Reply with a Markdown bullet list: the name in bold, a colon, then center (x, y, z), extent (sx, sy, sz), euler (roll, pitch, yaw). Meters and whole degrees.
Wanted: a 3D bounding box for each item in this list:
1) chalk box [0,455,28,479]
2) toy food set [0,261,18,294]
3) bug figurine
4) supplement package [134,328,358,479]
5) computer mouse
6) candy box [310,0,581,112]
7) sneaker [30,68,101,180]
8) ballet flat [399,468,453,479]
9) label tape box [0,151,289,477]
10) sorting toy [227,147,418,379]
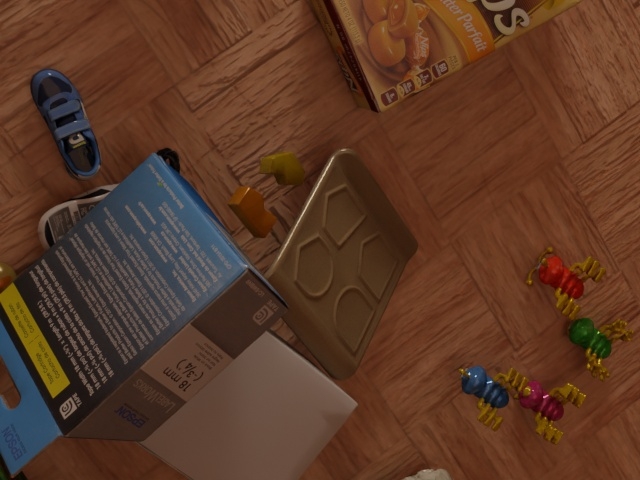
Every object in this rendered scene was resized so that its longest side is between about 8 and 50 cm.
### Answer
- **chalk box**: center (-0.431, 0.330, 1.391), extent (0.179, 0.180, 0.289), euler (-30, 112, -11)
- **toy food set**: center (-0.429, 0.063, 1.405), extent (0.132, 0.038, 0.192), euler (-32, 111, -10)
- **bug figurine**: center (0.320, 0.159, 1.681), extent (0.216, 0.072, 0.279), euler (41, 82, -29)
- **supplement package**: center (-0.127, 0.191, 1.487), extent (0.262, 0.145, 0.204), euler (40, 87, -24)
- **computer mouse**: center (-0.256, -0.039, 1.444), extent (0.193, 0.042, 0.106), euler (-19, 113, -21)
- **candy box**: center (0.158, -0.317, 1.501), extent (0.316, 0.087, 0.183), euler (-30, 111, -11)
- **sneaker**: center (-0.296, -0.136, 1.395), extent (0.053, 0.059, 0.144), euler (-27, 109, -10)
- **ballet flat**: center (0.016, 0.453, 1.615), extent (0.147, 0.147, 0.409), euler (40, 87, -23)
- **label tape box**: center (-0.236, 0.095, 1.342), extent (0.333, 0.240, 0.106), euler (-42, 139, 1)
- **sorting toy**: center (0.000, 0.000, 1.478), extent (0.307, 0.041, 0.229), euler (53, 55, -36)
